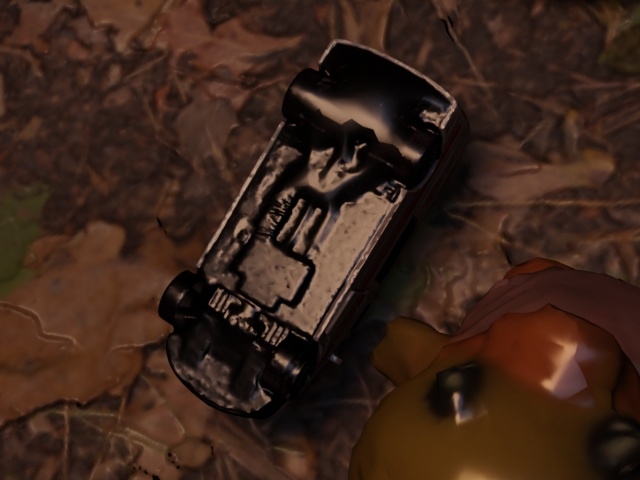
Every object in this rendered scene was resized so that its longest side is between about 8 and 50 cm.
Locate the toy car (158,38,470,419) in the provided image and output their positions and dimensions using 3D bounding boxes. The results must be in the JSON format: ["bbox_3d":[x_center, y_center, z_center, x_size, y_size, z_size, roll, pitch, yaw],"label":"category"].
[{"bbox_3d":[0.000,0.000,0.704,0.089,0.108,0.209,30,88,17],"label":"toy car"}]

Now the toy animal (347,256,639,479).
[{"bbox_3d":[0.095,0.101,0.573,0.195,0.281,0.169,18,100,16],"label":"toy animal"}]
